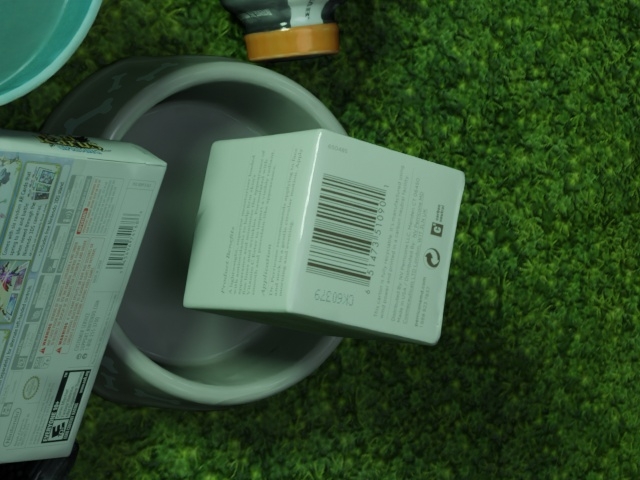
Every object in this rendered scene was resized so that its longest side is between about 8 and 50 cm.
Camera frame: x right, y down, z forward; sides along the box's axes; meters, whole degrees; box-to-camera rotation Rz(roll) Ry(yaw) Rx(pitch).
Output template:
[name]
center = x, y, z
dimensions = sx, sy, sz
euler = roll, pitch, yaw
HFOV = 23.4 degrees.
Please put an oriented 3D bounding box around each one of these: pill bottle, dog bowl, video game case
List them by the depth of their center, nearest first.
[video game case]
center = -0.260, 0.046, 1.180
dimensions = 0.244, 0.061, 0.269
euler = 3, 112, -52
[dog bowl]
center = -0.101, -0.007, 1.407
dimensions = 0.349, 0.102, 0.348
euler = -1, 92, -32
[pill bottle]
center = -0.037, -0.289, 1.425
dimensions = 0.130, 0.130, 0.245
euler = -9, 95, -32

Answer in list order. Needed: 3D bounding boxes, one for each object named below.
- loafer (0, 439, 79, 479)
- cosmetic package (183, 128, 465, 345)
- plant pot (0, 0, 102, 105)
[loafer]
center = -0.271, 0.261, 1.321
dimensions = 0.078, 0.076, 0.223
euler = 39, 75, -32
[cosmetic package]
center = 0.000, 0.000, 1.301
dimensions = 0.151, 0.184, 0.151
euler = 14, 83, -31
[plant pot]
center = -0.333, -0.221, 1.165
dimensions = 0.272, 0.255, 0.271
euler = 0, 90, -32
